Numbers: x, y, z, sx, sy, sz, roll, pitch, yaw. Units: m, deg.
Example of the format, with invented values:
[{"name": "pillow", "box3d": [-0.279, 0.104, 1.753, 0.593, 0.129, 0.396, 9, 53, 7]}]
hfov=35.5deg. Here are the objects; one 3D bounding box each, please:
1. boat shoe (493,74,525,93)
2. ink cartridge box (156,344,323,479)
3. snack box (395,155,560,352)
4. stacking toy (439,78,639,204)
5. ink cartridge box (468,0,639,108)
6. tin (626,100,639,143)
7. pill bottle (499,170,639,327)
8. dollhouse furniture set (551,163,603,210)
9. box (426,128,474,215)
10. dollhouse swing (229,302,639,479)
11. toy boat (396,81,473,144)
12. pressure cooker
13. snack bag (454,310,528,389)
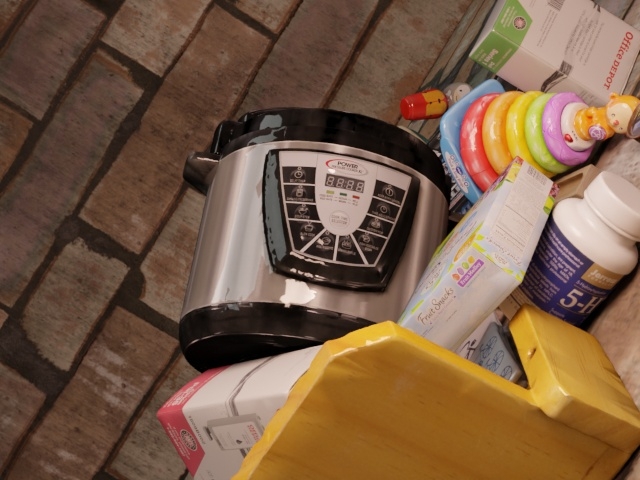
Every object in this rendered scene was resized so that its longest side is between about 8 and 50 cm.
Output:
[{"name": "boat shoe", "box3d": [0.313, -0.217, 2.018, 0.302, 0.091, 0.114, -54, 10, 31]}, {"name": "ink cartridge box", "box3d": [-0.049, 0.258, 1.267, 0.283, 0.207, 0.117, -19, 13, 47]}, {"name": "snack box", "box3d": [0.172, 0.025, 1.114, 0.174, 0.070, 0.207, -54, 1, 38]}, {"name": "stacking toy", "box3d": [0.334, -0.154, 1.430, 0.166, 0.175, 0.302, -41, 19, -32]}, {"name": "ink cartridge box", "box3d": [0.364, -0.299, 1.536, 0.160, 0.219, 0.092, -61, 5, -27]}, {"name": "tin", "box3d": [0.447, -0.181, 1.214, 0.189, 0.040, 0.106, -45, 19, 59]}, {"name": "pill bottle", "box3d": [0.290, 0.018, 1.130, 0.187, 0.112, 0.112, -55, 8, 29]}, {"name": "dollhouse furniture set", "box3d": [0.291, -0.054, 1.374, 0.151, 0.123, 0.144, -60, 8, -15]}, {"name": "box", "box3d": [0.223, -0.090, 1.739, 0.295, 0.073, 0.293, -48, 22, -4]}, {"name": "dollhouse swing", "box3d": [0.080, 0.208, 0.995, 0.347, 0.305, 0.315, -57, 8, 16]}, {"name": "toy boat", "box3d": [0.217, -0.166, 1.976, 0.318, 0.148, 0.267, 96, 153, -42]}, {"name": "pressure cooker", "box3d": [-0.003, 0.002, 1.455, 0.375, 0.370, 0.420, -7, 61, 34]}, {"name": "snack bag", "box3d": [0.157, 0.242, 1.345, 0.323, 0.037, 0.342, -57, 5, 13]}]
